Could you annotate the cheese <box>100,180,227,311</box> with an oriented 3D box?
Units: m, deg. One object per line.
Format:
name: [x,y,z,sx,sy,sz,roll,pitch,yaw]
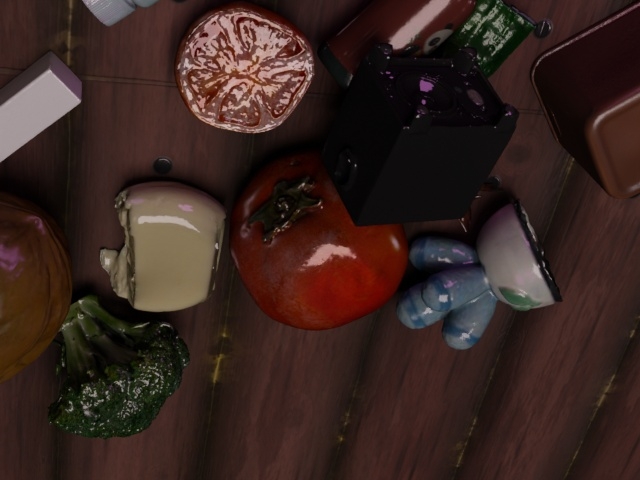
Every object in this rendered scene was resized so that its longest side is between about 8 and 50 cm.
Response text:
cheese: [-0.296,0.012,1.739,0.233,0.127,0.266,2,122,-12]

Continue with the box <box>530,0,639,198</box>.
box: [0.604,-0.267,1.695,0.339,0.229,0.239,-28,128,7]

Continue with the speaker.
speaker: [0.157,-0.174,1.531,0.232,0.184,0.254,-5,140,-27]

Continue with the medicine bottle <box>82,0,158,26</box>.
medicine bottle: [-0.266,-0.439,1.408,0.225,0.139,0.139,-31,127,9]

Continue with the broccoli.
broccoli: [-0.422,0.254,1.802,0.321,0.303,0.283,-33,89,44]

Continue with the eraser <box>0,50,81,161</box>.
eraser: [-0.541,-0.192,1.558,0.298,0.076,0.078,-34,127,12]

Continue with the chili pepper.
chili pepper: [0.255,-0.312,1.656,0.136,0.099,0.270,14,122,-47]

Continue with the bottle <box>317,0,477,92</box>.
bottle: [0.157,-0.383,1.555,0.336,0.144,0.144,-42,124,15]

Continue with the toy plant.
toy plant: [0.305,0.085,1.898,0.332,0.247,0.247,-25,128,13]

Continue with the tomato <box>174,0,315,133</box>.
tomato: [-0.130,-0.301,1.572,0.236,0.095,0.237,-5,124,-7]

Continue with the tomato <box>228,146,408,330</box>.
tomato: [0.000,0.000,1.714,0.325,0.293,0.290,-36,141,6]

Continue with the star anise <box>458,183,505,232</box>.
star anise: [0.281,-0.107,1.848,0.140,0.144,0.158,35,110,16]

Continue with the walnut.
walnut: [-0.597,0.096,1.576,0.308,0.354,0.398,39,112,-24]
